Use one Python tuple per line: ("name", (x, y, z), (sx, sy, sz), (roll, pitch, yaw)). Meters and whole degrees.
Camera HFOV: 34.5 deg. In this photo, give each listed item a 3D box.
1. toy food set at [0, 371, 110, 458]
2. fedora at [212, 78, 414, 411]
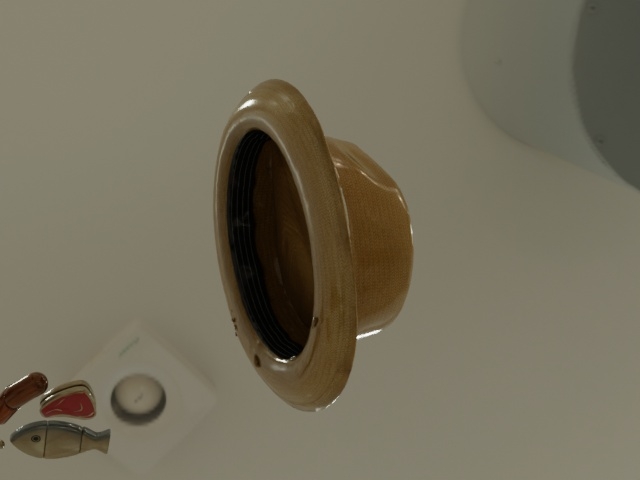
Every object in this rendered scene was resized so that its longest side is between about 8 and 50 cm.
("toy food set", (-0.189, 0.108, 0.621), (0.122, 0.019, 0.078), (-2, -60, -12))
("fedora", (0.000, 0.000, 0.608), (0.079, 0.194, 0.194), (-7, -74, -27))
